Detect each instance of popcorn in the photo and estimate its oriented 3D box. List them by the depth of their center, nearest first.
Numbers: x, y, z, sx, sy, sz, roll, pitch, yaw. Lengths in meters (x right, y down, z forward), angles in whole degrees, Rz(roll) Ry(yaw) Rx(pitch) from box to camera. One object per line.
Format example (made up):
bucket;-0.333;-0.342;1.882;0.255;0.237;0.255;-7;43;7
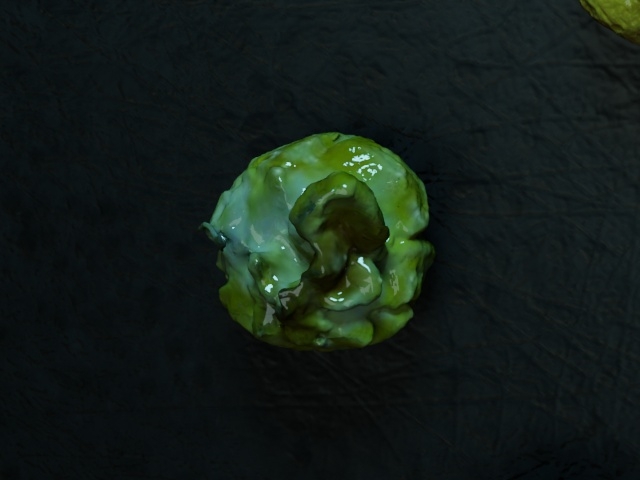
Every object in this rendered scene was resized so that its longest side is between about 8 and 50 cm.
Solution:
popcorn;0.000;0.000;1.384;0.198;0.212;0.198;0;88;-7

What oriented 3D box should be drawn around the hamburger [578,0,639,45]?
hamburger;0.248;-0.274;1.232;0.156;0.144;0.283;10;104;27
